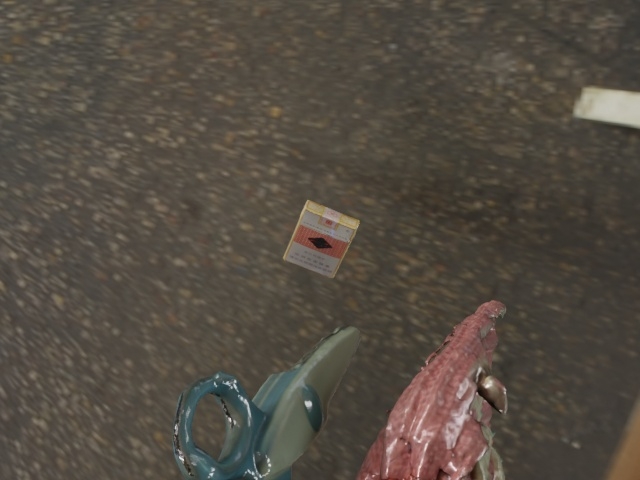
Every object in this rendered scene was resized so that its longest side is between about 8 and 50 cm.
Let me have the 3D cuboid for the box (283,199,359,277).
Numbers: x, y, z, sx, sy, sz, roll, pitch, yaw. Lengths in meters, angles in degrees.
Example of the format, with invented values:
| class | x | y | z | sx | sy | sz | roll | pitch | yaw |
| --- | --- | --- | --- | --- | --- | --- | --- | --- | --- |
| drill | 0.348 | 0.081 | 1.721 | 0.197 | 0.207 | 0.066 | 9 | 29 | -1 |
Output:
| class | x | y | z | sx | sy | sz | roll | pitch | yaw |
| --- | --- | --- | --- | --- | --- | --- | --- | --- | --- |
| box | 0.000 | 0.000 | 1.502 | 0.046 | 0.083 | 0.012 | 22 | 58 | -1 |

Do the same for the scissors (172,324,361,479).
| class | x | y | z | sx | sy | sz | roll | pitch | yaw |
| --- | --- | --- | --- | --- | --- | --- | --- | --- | --- |
| scissors | -0.023 | 0.116 | 1.203 | 0.041 | 0.289 | 0.138 | -19 | 103 | 24 |

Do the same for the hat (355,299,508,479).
| class | x | y | z | sx | sy | sz | roll | pitch | yaw |
| --- | --- | --- | --- | --- | --- | --- | --- | --- | --- |
| hat | 0.079 | 0.176 | 1.256 | 0.107 | 0.286 | 0.237 | 8 | 101 | 18 |
